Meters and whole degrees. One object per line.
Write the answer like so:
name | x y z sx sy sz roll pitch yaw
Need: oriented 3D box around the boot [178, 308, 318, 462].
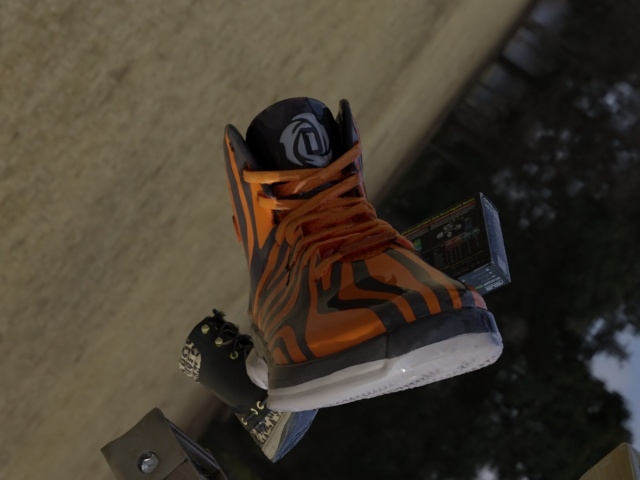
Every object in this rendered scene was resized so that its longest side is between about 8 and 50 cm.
boot | -0.073 0.136 1.581 0.085 0.178 0.236 -33 156 -44

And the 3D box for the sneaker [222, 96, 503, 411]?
sneaker | 0.000 0.000 0.799 0.124 0.180 0.321 -11 -179 -18

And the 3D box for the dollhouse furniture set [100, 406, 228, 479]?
dollhouse furniture set | -0.167 0.274 1.211 0.183 0.129 0.129 -37 147 -1

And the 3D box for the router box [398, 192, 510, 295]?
router box | 0.115 0.021 1.271 0.122 0.038 0.092 -27 -137 24

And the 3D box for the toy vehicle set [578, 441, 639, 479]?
toy vehicle set | 0.200 0.221 0.599 0.035 0.166 0.267 -46 -165 23
